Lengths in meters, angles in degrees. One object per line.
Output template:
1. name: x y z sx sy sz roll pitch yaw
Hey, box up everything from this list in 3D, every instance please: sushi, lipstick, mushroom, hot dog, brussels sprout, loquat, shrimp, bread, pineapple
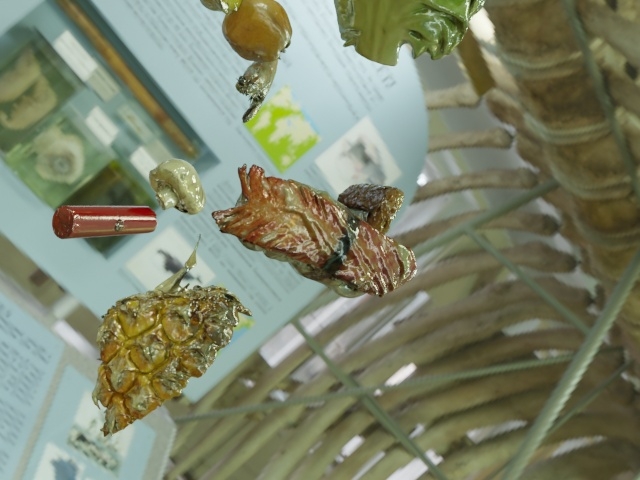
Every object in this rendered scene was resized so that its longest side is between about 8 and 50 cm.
1. sushi: 0.000 0.000 1.341 0.332 0.124 0.130 30 -11 -38
2. lipstick: -0.473 -0.043 2.021 0.073 0.073 0.279 48 23 18
3. mushroom: -0.346 -0.122 2.204 0.154 0.122 0.154 30 -30 20
4. hot dog: 0.125 -0.081 2.328 0.099 0.160 0.227 42 -8 -31
5. brussels sprout: 0.205 -0.626 2.013 0.425 0.342 0.361 -72 163 -45
6. loquat: -0.118 -0.398 1.730 0.137 0.137 0.113 50 14 -8
7. shrimp: -0.151 -0.325 2.030 0.058 0.169 0.296 20 26 4
8. bread: -0.191 -0.461 1.569 0.188 0.065 0.149 -83 152 -52
9. pineapple: -0.229 0.132 1.407 0.161 0.334 0.158 -17 -70 54
